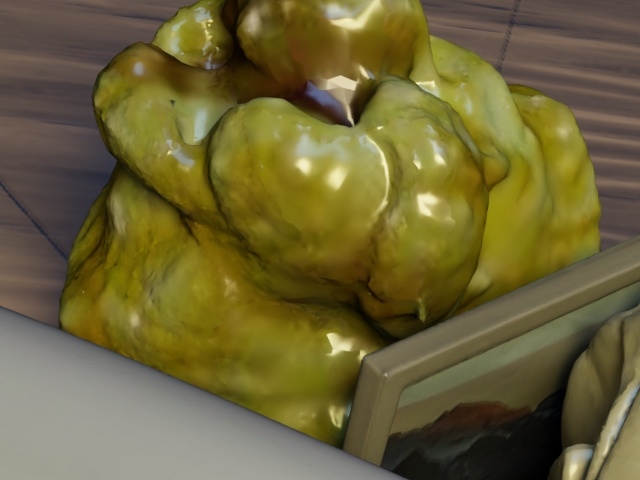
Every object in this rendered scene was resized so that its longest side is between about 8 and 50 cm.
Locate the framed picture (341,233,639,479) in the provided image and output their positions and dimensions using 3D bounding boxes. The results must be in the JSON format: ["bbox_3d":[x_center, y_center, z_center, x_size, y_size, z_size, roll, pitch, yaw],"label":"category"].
[{"bbox_3d":[0.107,0.084,0.781,0.265,0.192,0.018,-21,49,-34],"label":"framed picture"}]

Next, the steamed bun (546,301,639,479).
[{"bbox_3d":[0.188,0.140,0.711,0.203,0.276,0.289,-9,28,19],"label":"steamed bun"}]

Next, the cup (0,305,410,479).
[{"bbox_3d":[-0.121,0.157,0.592,0.371,0.253,0.253,23,42,11],"label":"cup"}]

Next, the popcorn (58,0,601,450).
[{"bbox_3d":[-0.005,-0.005,0.784,0.276,0.276,0.225,-22,46,-35],"label":"popcorn"}]
